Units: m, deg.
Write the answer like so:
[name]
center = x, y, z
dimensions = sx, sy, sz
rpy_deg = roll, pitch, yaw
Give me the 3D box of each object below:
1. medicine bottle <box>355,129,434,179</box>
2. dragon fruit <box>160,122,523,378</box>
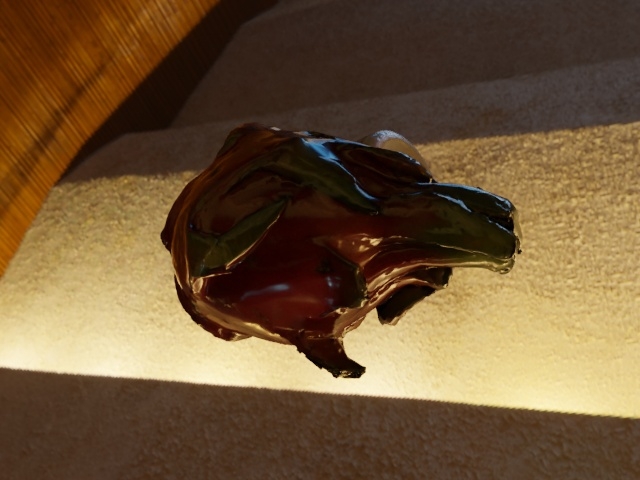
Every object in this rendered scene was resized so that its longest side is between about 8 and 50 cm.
[medicine bottle]
center = 0.003, -0.017, 0.796
dimensions = 0.237, 0.139, 0.139
rpy_deg = -22, -147, 36
[dragon fruit]
center = 0.008, 0.005, 0.557
dimensions = 0.269, 0.200, 0.198
rpy_deg = 5, -101, 5
